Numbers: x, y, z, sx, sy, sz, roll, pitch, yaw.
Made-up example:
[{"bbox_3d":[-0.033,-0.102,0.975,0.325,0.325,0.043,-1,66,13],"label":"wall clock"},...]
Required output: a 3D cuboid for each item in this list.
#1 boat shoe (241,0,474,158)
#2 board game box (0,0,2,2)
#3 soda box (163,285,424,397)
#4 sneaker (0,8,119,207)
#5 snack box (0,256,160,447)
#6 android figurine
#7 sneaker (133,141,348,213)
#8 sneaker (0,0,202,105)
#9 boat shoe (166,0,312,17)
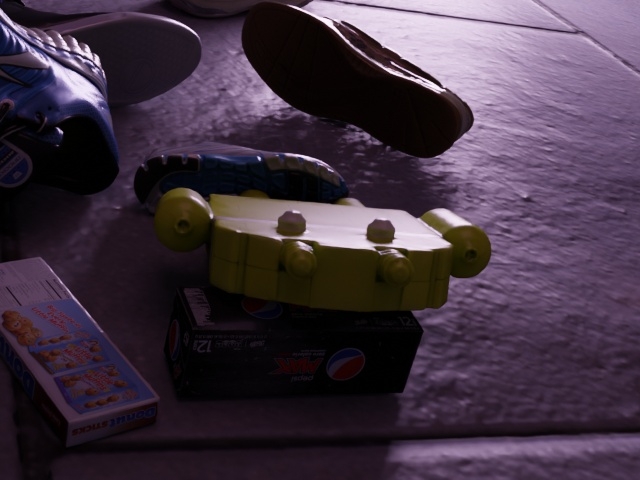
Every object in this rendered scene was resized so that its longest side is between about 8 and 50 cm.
[{"bbox_3d":[0.038,-0.184,1.183,0.285,0.104,0.089,34,28,14],"label":"boat shoe"},{"bbox_3d":[-0.488,-0.281,1.020,0.347,0.078,0.233,-10,32,-7],"label":"board game box"},{"bbox_3d":[-0.019,0.070,0.719,0.169,0.060,0.053,3,31,-22],"label":"soda box"},{"bbox_3d":[-0.265,-0.113,0.790,0.330,0.130,0.147,17,38,-57],"label":"sneaker"},{"bbox_3d":[-0.178,0.067,0.690,0.064,0.022,0.178,-9,36,-39],"label":"snack box"},{"bbox_3d":[0.000,0.000,0.770,0.248,0.056,0.273,5,8,-7],"label":"android figurine"},{"bbox_3d":[-0.069,-0.060,0.929,0.190,0.071,0.083,8,23,-12],"label":"sneaker"},{"bbox_3d":[-0.273,-0.209,1.063,0.296,0.104,0.147,-13,43,-34],"label":"sneaker"},{"bbox_3d":[-0.092,-0.398,1.485,0.123,0.116,0.324,27,30,23],"label":"boat shoe"}]
